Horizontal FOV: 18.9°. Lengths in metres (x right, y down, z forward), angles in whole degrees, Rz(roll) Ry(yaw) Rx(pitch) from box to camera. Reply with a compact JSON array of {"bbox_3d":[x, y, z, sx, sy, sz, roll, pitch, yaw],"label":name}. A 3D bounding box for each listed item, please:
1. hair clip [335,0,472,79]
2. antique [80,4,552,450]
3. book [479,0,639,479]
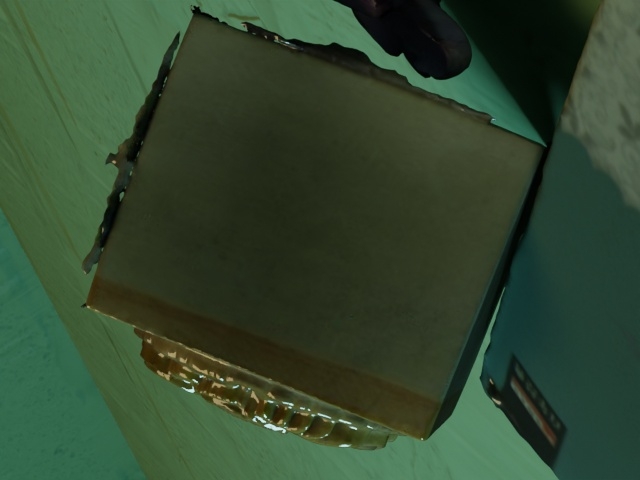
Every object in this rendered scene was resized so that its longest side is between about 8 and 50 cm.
[{"bbox_3d":[-0.010,-0.143,0.815,0.278,0.090,0.137,24,132,52],"label":"hair clip"},{"bbox_3d":[0.000,0.000,0.771,0.152,0.148,0.146,21,-177,9],"label":"antique"},{"bbox_3d":[0.160,0.044,0.595,0.264,0.031,0.379,53,157,24],"label":"book"}]
